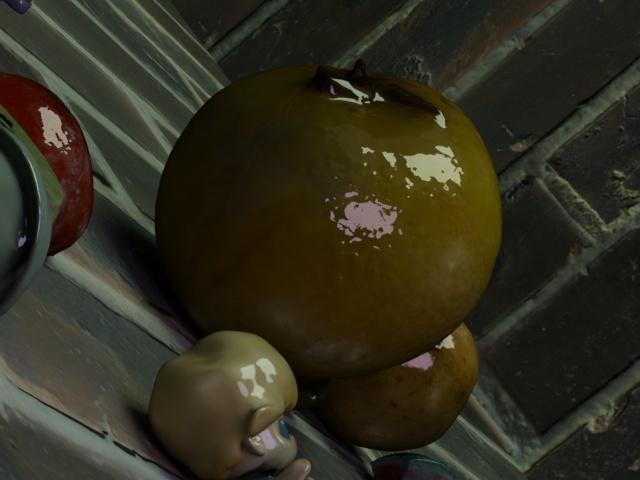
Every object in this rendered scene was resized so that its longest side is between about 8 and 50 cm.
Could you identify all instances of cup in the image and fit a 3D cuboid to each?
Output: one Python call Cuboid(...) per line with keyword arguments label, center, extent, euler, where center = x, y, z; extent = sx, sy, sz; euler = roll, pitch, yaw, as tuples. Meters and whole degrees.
Cuboid(label="cup", center=(-0.216, -0.013, 0.899), extent=(0.120, 0.120, 0.141), euler=(52, 15, 19))

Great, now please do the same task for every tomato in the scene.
Cuboid(label="tomato", center=(-0.221, -0.068, 1.316), extent=(0.159, 0.091, 0.139), euler=(48, 7, -43))

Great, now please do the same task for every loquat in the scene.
Cuboid(label="loquat", center=(0.000, 0.000, 1.652), extent=(0.328, 0.359, 0.328), euler=(8, 26, -4))

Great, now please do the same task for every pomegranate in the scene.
Cuboid(label="pomegranate", center=(0.068, 0.132, 1.844), extent=(0.196, 0.196, 0.196), euler=(49, 5, -6))

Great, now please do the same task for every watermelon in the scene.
Cuboid(label="watermelon", center=(0.100, 0.257, 1.834), extent=(0.084, 0.092, 0.072), euler=(7, 81, -70))

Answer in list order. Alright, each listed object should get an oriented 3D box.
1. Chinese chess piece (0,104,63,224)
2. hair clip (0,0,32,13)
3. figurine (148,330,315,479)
Cuboid(label="Chinese chess piece", center=(-0.248, -0.065, 1.121), extent=(0.188, 0.083, 0.188), euler=(47, 7, -7))
Cuboid(label="hair clip", center=(-0.390, -0.321, 1.745), extent=(0.278, 0.090, 0.137), euler=(57, 7, 16))
Cuboid(label="figurine", center=(-0.041, 0.156, 1.220), extent=(0.196, 0.108, 0.114), euler=(57, 11, 14))
